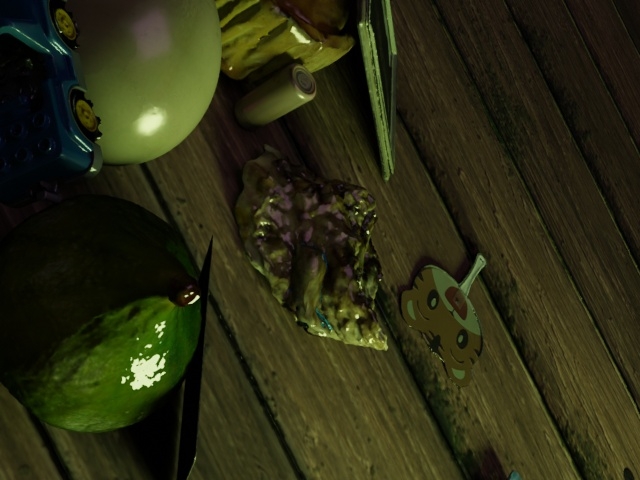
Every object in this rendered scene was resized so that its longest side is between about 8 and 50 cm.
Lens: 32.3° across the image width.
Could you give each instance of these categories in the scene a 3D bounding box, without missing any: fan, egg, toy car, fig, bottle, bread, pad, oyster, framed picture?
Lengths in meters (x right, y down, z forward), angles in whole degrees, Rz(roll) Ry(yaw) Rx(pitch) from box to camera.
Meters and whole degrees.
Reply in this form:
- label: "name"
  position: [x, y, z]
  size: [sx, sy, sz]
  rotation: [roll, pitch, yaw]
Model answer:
- label: "fan"
  position: [0.178, 0.079, 1.449]
  size: [0.152, 0.008, 0.226]
  rotation: [53, 39, -13]
- label: "egg"
  position: [-0.185, -0.187, 1.018]
  size: [0.188, 0.189, 0.253]
  rotation: [29, 47, -37]
- label: "toy car"
  position: [-0.244, -0.122, 0.865]
  size: [0.100, 0.097, 0.191]
  rotation: [26, 46, -67]
- label: "fig"
  position: [-0.156, 0.042, 0.885]
  size: [0.203, 0.235, 0.203]
  rotation: [23, 55, -36]
- label: "bottle"
  position: [-0.053, -0.159, 1.237]
  size: [0.045, 0.096, 0.045]
  rotation: [28, 50, -39]
- label: "bread"
  position: [-0.060, -0.303, 1.281]
  size: [0.227, 0.142, 0.253]
  rotation: [39, 46, -32]
- label: "pad"
  position: [-0.113, 0.117, 0.986]
  size: [0.003, 0.143, 0.211]
  rotation: [8, 59, -10]
- label: "oyster"
  position: [0.000, 0.000, 1.228]
  size: [0.223, 0.083, 0.214]
  rotation: [33, 44, -26]
- label: "framed picture"
  position: [0.074, -0.249, 1.372]
  size: [0.293, 0.018, 0.231]
  rotation: [75, 15, -56]

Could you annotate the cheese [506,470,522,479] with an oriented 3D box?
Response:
- label: "cheese"
  position: [0.279, 0.407, 1.344]
  size: [0.244, 0.052, 0.135]
  rotation: [57, 35, -8]
